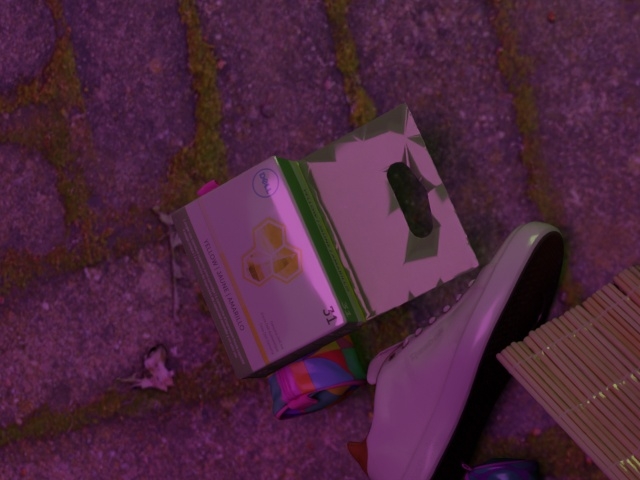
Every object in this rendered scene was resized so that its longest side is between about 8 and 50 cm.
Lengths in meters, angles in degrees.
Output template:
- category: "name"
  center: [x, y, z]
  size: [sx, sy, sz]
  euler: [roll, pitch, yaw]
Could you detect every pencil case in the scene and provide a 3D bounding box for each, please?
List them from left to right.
- category: "pencil case"
  center: [-0.041, 0.052, 1.361]
  size: [0.104, 0.104, 0.236]
  euler: [-31, 75, 25]
- category: "pencil case"
  center: [0.166, 0.269, 1.257]
  size: [0.070, 0.064, 0.151]
  euler: [-5, 85, 1]

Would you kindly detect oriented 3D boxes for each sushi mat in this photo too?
- category: "sushi mat"
  center: [0.283, 0.141, 1.114]
  size: [0.151, 0.019, 0.316]
  euler: [-34, 44, -7]

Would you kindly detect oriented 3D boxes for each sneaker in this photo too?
- category: "sneaker"
  center: [0.109, 0.097, 1.271]
  size: [0.123, 0.106, 0.290]
  euler: [34, 102, 31]

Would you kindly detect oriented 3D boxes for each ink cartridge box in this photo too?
- category: "ink cartridge box"
  center: [0.000, 0.000, 1.265]
  size: [0.235, 0.056, 0.171]
  euler: [-28, 76, 22]
